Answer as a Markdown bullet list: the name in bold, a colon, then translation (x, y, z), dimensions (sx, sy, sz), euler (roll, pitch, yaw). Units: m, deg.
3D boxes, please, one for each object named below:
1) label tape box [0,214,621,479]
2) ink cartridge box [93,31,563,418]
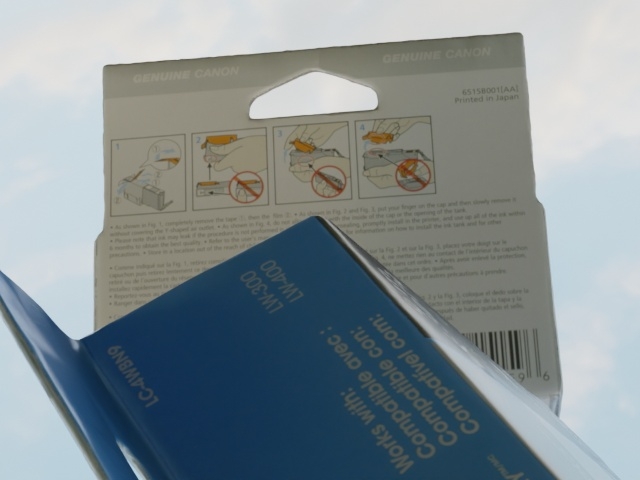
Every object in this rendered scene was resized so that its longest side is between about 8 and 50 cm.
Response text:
- **label tape box**: translation (0.055, 0.117, 0.656), dimensions (0.115, 0.347, 0.249), euler (-44, -133, 3)
- **ink cartridge box**: translation (0.000, 0.000, 1.067), dimensions (0.275, 0.060, 0.239), euler (-4, -114, 4)
